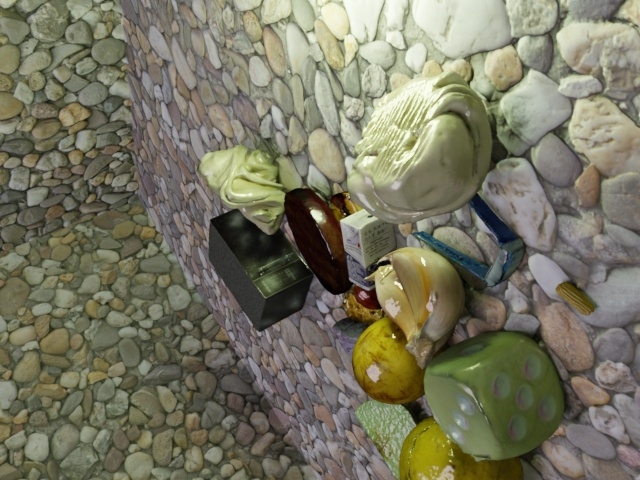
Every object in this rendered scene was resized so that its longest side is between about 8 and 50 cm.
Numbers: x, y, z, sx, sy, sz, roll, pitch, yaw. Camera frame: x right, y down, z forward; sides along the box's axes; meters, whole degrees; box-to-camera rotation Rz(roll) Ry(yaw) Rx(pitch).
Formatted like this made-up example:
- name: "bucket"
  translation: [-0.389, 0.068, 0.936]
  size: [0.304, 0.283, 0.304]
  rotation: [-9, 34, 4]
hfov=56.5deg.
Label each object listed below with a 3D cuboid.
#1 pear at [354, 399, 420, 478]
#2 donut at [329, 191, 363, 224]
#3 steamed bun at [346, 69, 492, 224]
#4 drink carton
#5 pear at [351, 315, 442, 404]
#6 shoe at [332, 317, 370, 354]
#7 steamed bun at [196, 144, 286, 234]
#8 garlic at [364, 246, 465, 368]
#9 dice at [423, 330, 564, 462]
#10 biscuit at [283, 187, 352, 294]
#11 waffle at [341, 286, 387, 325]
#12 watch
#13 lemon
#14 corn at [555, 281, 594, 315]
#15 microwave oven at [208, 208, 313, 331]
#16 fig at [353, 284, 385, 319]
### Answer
- name: "pear"
  translation: [0.288, 0.670, 2.149]
  size: [0.288, 0.139, 0.239]
  rotation: [54, 137, 27]
- name: "donut"
  translation: [0.093, -0.101, 1.896]
  size: [0.140, 0.059, 0.140]
  rotation: [40, 144, 38]
- name: "steamed bun"
  translation: [0.235, -0.182, 1.336]
  size: [0.247, 0.339, 0.352]
  rotation: [37, 154, -30]
- name: "drink carton"
  translation: [0.153, 0.020, 1.814]
  size: [0.102, 0.134, 0.222]
  rotation: [28, 136, 50]
- name: "pear"
  translation: [0.235, 0.356, 1.809]
  size: [0.281, 0.281, 0.280]
  rotation: [41, 145, 37]
- name: "shoe"
  translation: [0.129, 0.355, 2.074]
  size: [0.137, 0.095, 0.245]
  rotation: [64, 161, -12]
- name: "steamed bun"
  translation: [-0.258, -0.225, 2.215]
  size: [0.394, 0.237, 0.346]
  rotation: [41, -176, -3]
- name: "garlic"
  translation: [0.269, 0.157, 1.627]
  size: [0.286, 0.250, 0.313]
  rotation: [53, -165, -46]
- name: "dice"
  translation: [0.431, 0.387, 1.510]
  size: [0.252, 0.255, 0.249]
  rotation: [-20, 92, 64]
- name: "biscuit"
  translation: [0.000, 0.000, 2.068]
  size: [0.407, 0.091, 0.407]
  rotation: [55, 164, 24]
- name: "waffle"
  translation: [0.161, 0.268, 2.092]
  size: [0.262, 0.060, 0.280]
  rotation: [51, 154, 19]
- name: "watch"
  translation: [0.365, 0.007, 1.501]
  size: [0.274, 0.068, 0.276]
  rotation: [52, 151, 22]
- name: "lemon"
  translation: [0.404, 0.670, 1.720]
  size: [0.350, 0.350, 0.387]
  rotation: [45, 179, 32]
- name: "corn"
  translation: [0.557, 0.127, 1.300]
  size: [0.092, 0.037, 0.037]
  rotation: [50, 150, 27]
- name: "microwave oven"
  translation: [-0.267, 0.112, 2.523]
  size: [0.432, 0.236, 0.374]
  rotation: [52, 152, 23]
- name: "fig"
  translation: [0.171, 0.167, 1.906]
  size: [0.150, 0.129, 0.128]
  rotation: [-131, 24, -69]
